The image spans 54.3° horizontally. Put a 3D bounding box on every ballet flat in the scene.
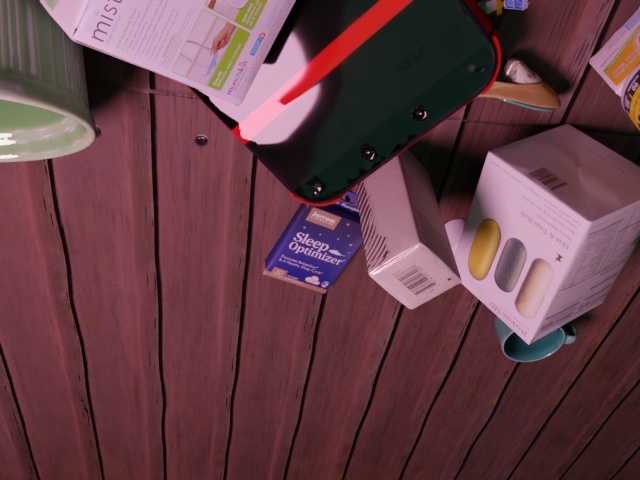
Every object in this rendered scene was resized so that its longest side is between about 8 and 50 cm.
[{"bbox_3d":[0.263,-0.245,0.937,0.233,0.080,0.073,5,120,-10],"label":"ballet flat"}]

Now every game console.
[{"bbox_3d":[0.022,-0.256,0.885,0.387,0.060,0.342,-36,108,23],"label":"game console"}]

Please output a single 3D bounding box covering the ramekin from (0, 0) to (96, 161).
[{"bbox_3d":[-0.439,-0.204,0.772,0.304,0.148,0.303,-4,174,0],"label":"ramekin"}]

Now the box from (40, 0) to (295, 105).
[{"bbox_3d":[-0.143,-0.320,0.701,0.231,0.127,0.261,11,117,-46],"label":"box"}]

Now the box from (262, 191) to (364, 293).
[{"bbox_3d":[0.000,0.000,1.157,0.137,0.036,0.225,19,126,-21],"label":"box"}]

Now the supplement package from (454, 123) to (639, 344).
[{"bbox_3d":[0.376,-0.012,1.025,0.198,0.199,0.262,-20,138,-28],"label":"supplement package"}]

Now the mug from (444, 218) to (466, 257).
[{"bbox_3d":[0.266,0.007,1.167,0.062,0.064,0.078,-29,128,19],"label":"mug"}]

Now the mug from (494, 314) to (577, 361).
[{"bbox_3d":[0.443,0.183,1.318,0.158,0.097,0.129,31,122,-29],"label":"mug"}]

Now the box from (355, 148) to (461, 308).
[{"bbox_3d":[0.126,-0.037,0.973,0.094,0.275,0.113,-34,124,23],"label":"box"}]

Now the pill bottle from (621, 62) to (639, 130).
[{"bbox_3d":[0.489,-0.152,0.807,0.119,0.208,0.119,-2,132,-3],"label":"pill bottle"}]

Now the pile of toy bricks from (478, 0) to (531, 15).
[{"bbox_3d":[0.263,-0.401,0.791,0.105,0.118,0.212,-30,125,-22],"label":"pile of toy bricks"}]

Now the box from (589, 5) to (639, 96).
[{"bbox_3d":[0.530,-0.246,0.939,0.203,0.103,0.114,22,126,-22],"label":"box"}]
